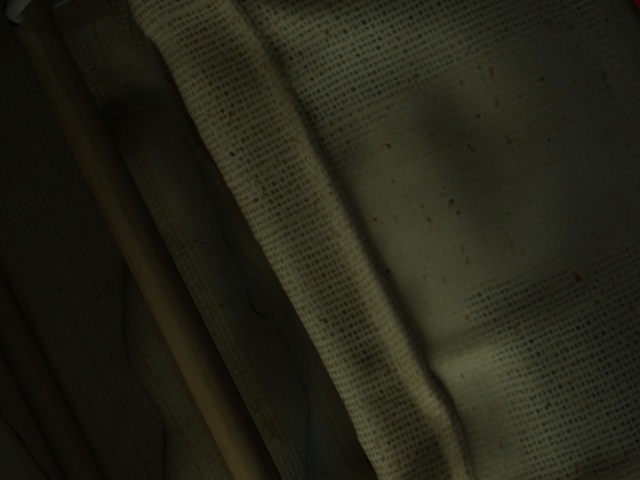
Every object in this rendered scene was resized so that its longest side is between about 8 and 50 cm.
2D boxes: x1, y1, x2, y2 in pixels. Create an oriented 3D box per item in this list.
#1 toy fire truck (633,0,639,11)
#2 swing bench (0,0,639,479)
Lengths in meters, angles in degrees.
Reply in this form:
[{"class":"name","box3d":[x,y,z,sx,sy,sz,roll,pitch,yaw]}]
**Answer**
[{"class":"toy fire truck","box3d":[0.111,-0.101,0.636,0.302,0.169,0.254,-7,-159,0]},{"class":"swing bench","box3d":[0.000,0.000,0.454,0.255,0.253,0.165,-25,-179,40]}]
